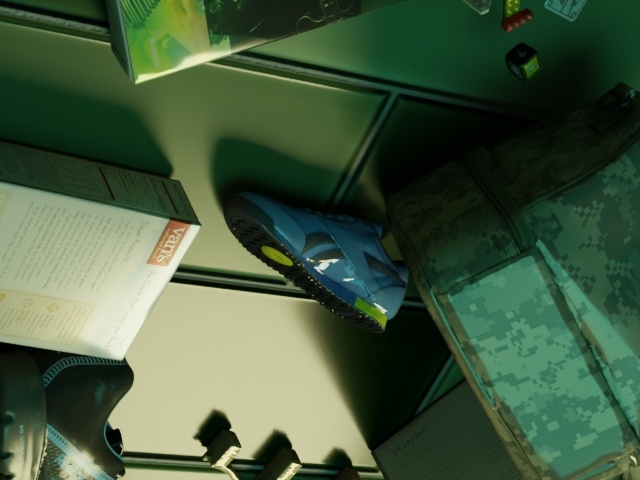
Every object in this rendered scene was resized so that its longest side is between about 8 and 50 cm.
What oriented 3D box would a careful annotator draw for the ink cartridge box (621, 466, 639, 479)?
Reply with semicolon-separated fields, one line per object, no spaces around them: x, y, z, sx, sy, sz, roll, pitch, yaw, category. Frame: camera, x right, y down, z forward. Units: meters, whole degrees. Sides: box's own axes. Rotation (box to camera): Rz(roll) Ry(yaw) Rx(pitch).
0.385;0.270;2.088;0.088;0.052;0.122;-12;134;-20;ink cartridge box

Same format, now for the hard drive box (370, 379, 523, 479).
0.181;0.251;1.834;0.181;0.232;0.089;-38;136;8;hard drive box

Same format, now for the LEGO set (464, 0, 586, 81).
0.201;-0.240;1.481;0.182;0.060;0.244;16;109;-50;LEGO set

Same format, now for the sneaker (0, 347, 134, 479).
-0.238;0.232;1.676;0.139;0.125;0.341;-12;136;-25;sneaker

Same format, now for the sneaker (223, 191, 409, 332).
0.000;0.000;1.645;0.209;0.069;0.082;37;74;-35;sneaker

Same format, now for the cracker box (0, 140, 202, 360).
-0.234;0.007;1.515;0.232;0.067;0.156;13;122;-35;cracker box

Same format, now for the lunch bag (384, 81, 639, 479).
0.234;0.044;1.641;0.256;0.212;0.305;-28;111;4;lunch bag

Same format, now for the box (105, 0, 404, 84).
-0.014;-0.262;1.395;0.322;0.058;0.232;-18;135;-12;box

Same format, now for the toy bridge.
-0.045;0.233;1.847;0.188;0.026;0.063;22;117;-39;toy bridge
